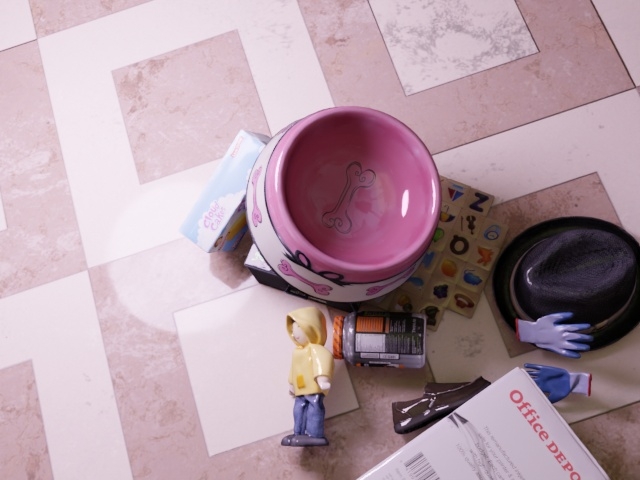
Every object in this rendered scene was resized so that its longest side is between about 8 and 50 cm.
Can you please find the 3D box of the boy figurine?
[{"bbox_3d":[-0.024,0.277,1.813,0.092,0.177,0.285,4,82,-24],"label":"boy figurine"}]

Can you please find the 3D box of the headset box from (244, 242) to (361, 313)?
[{"bbox_3d":[0.000,0.000,1.930,0.246,0.131,0.283,18,73,18],"label":"headset box"}]

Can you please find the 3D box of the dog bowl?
[{"bbox_3d":[0.061,-0.085,1.770,0.408,0.150,0.408,3,77,-13],"label":"dog bowl"}]

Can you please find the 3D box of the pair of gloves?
[{"bbox_3d":[0.470,0.240,1.791,0.159,0.023,0.198,1,100,31],"label":"pair of gloves"}]

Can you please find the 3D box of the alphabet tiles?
[{"bbox_3d":[0.243,0.017,1.964,0.285,0.011,0.342,22,74,14],"label":"alphabet tiles"}]

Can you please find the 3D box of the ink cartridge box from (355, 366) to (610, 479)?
[{"bbox_3d":[0.306,0.476,1.698,0.395,0.166,0.285,-34,71,-5],"label":"ink cartridge box"}]

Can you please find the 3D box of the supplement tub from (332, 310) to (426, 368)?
[{"bbox_3d":[0.124,0.206,1.851,0.190,0.117,0.117,1,70,8],"label":"supplement tub"}]

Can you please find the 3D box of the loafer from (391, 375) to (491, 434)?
[{"bbox_3d":[0.241,0.320,1.812,0.220,0.080,0.078,-23,69,-1],"label":"loafer"}]

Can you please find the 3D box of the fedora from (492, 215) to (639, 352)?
[{"bbox_3d":[0.526,0.070,1.832,0.334,0.152,0.334,-2,69,6],"label":"fedora"}]

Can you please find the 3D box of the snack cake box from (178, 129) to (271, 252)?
[{"bbox_3d":[-0.181,-0.105,1.935,0.089,0.152,0.264,36,102,11],"label":"snack cake box"}]
